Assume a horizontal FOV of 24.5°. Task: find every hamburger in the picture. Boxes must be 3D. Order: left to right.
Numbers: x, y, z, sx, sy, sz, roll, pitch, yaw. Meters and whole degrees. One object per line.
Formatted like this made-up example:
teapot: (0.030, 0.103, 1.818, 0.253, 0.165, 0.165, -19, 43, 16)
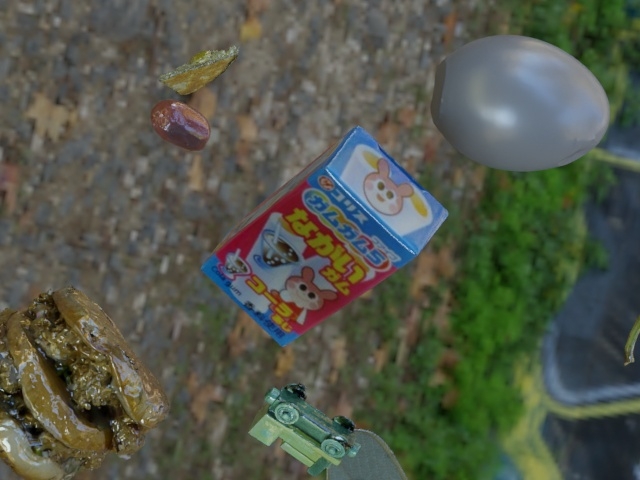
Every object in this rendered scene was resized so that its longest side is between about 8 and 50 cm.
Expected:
hamburger: (-0.344, 0.183, 1.946, 0.211, 0.245, 0.260, -36, 159, 2)

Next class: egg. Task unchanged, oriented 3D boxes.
egg: (0.262, -0.175, 1.924, 0.176, 0.232, 0.176, -165, -90, -82)

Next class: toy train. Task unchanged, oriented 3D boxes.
toy train: (-0.018, 0.209, 1.624, 0.081, 0.122, 0.050, -48, -170, 36)

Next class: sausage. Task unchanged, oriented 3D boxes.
sausage: (-0.196, -0.162, 2.078, 0.094, 0.059, 0.054, 27, 33, -36)

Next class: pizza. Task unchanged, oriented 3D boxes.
pizza: (-0.170, -0.225, 1.942, 0.108, 0.123, 0.026, -13, 76, -45)

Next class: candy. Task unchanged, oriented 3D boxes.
candy: (-0.001, 0.001, 1.816, 0.306, 0.157, 0.100, -36, -168, 46)

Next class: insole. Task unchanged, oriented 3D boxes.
insole: (0.080, 0.416, 1.936, 0.009, 0.119, 0.348, -171, -109, -84)

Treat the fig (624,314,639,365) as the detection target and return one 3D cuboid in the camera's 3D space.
fig: (0.384, 0.059, 1.578, 0.166, 0.093, 0.093, -54, 152, -34)
